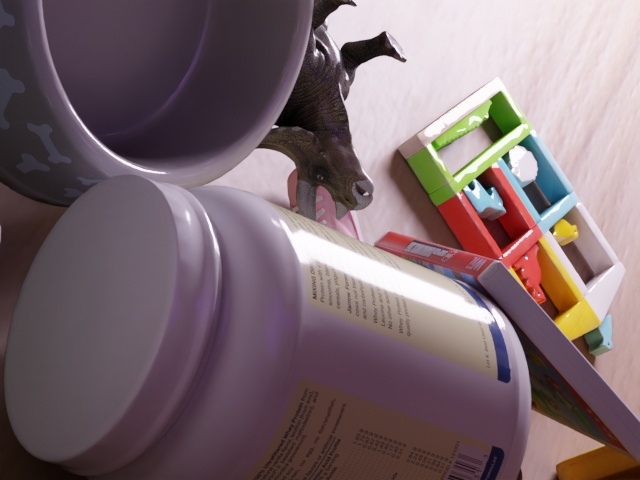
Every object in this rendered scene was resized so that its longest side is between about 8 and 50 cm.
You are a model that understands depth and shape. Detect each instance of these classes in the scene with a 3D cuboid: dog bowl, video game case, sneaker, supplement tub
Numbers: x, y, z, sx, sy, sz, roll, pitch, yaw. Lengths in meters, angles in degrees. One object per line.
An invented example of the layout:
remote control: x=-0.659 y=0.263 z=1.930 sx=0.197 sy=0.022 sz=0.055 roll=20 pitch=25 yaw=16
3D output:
dog bowl: x=-0.135 y=-0.192 z=1.239 sx=0.349 sy=0.102 sz=0.349 roll=-14 pitch=108 yaw=-49
video game case: x=0.156 y=0.082 z=1.407 sx=0.025 sy=0.285 sz=0.204 roll=-44 pitch=104 yaw=-8
sneaker: x=0.000 y=0.000 z=1.430 sx=0.070 sy=0.051 sz=0.134 roll=-25 pitch=89 yaw=-56
supplement tub: x=-0.035 y=0.098 z=1.186 sx=0.325 sy=0.235 sz=0.235 roll=23 pitch=51 yaw=-36

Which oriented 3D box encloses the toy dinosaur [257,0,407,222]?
toy dinosaur: x=-0.030 y=-0.164 z=1.428 sx=0.121 sy=0.160 sz=0.313 roll=37 pitch=17 yaw=-46

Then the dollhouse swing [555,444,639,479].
dollhouse swing: x=0.327 y=0.319 z=1.415 sx=0.305 sy=0.315 sz=0.347 roll=15 pitch=56 yaw=-54

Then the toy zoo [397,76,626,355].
toy zoo: x=0.210 y=-0.010 z=1.676 sx=0.293 sy=0.030 sz=0.192 roll=57 pitch=39 yaw=-2

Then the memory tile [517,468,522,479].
memory tile: x=0.110 y=0.196 z=1.400 sx=0.113 sy=0.012 sz=0.148 roll=-21 pitch=71 yaw=-17
